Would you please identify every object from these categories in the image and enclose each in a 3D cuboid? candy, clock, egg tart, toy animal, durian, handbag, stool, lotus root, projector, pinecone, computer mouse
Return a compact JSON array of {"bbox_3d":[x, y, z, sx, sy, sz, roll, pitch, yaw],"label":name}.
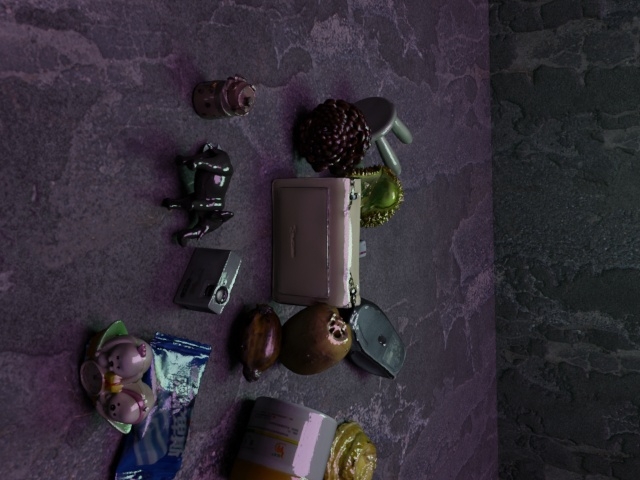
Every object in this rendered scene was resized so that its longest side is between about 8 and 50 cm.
[{"bbox_3d":[-0.346,0.376,1.350,0.187,0.077,0.331,25,74,-53],"label":"candy"},{"bbox_3d":[-0.394,0.272,1.203,0.103,0.144,0.230,-14,105,-54],"label":"clock"},{"bbox_3d":[0.106,0.757,2.048,0.290,0.115,0.290,-10,102,-55],"label":"egg tart"},{"bbox_3d":[-0.264,-0.097,1.373,0.146,0.114,0.245,-10,133,-53],"label":"toy animal"},{"bbox_3d":[0.146,-0.137,1.931,0.176,0.237,0.200,61,12,-78],"label":"durian"},{"bbox_3d":[0.000,0.000,1.700,0.160,0.237,0.358,-6,98,-55],"label":"handbag"},{"bbox_3d":[0.181,-0.335,1.985,0.198,0.195,0.195,55,49,-46],"label":"stool"},{"bbox_3d":[-0.161,0.266,1.581,0.120,0.120,0.209,31,64,-54],"label":"lotus root"},{"bbox_3d":[-0.260,0.094,1.419,0.061,0.115,0.147,44,57,-48],"label":"projector"},{"bbox_3d":[0.051,-0.302,1.778,0.221,0.222,0.221,-8,100,-56],"label":"pinecone"},{"bbox_3d":[-0.037,0.280,1.640,0.151,0.343,0.169,-35,86,-38],"label":"lotus root"},{"bbox_3d":[0.169,0.343,2.105,0.374,0.114,0.203,53,53,-35],"label":"computer mouse"}]

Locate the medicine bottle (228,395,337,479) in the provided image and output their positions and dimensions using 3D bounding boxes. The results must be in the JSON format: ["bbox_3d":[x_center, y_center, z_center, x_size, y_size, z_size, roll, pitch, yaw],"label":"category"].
[{"bbox_3d":[-0.096,0.557,1.604,0.238,0.238,0.231,46,54,-49],"label":"medicine bottle"}]

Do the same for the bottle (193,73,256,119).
[{"bbox_3d":[-0.213,-0.334,1.417,0.099,0.152,0.098,-4,95,-56],"label":"bottle"}]

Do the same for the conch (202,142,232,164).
[{"bbox_3d":[-0.254,-0.188,1.458,0.076,0.056,0.085,-7,60,-47],"label":"conch"}]

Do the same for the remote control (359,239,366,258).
[{"bbox_3d":[0.112,0.042,2.064,0.166,0.029,0.065,-16,105,-56],"label":"remote control"}]

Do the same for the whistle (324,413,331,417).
[{"bbox_3d":[-0.004,0.599,1.928,0.109,0.046,0.057,-38,138,-42],"label":"whistle"}]
